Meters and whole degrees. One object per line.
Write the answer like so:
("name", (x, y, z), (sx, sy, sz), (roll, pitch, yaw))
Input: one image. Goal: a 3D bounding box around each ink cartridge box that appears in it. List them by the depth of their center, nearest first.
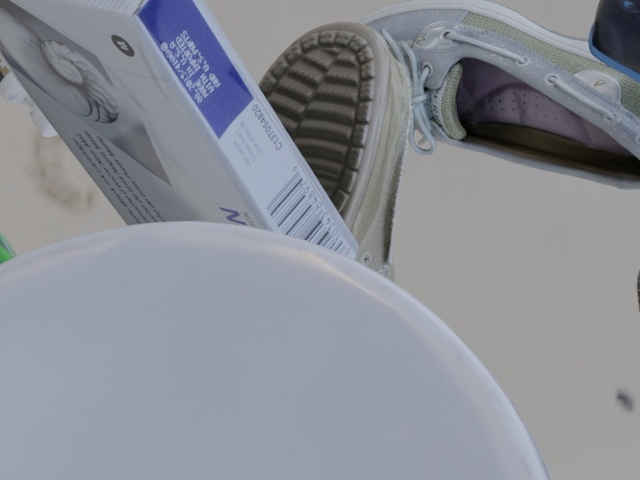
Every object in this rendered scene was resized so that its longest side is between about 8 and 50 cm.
("ink cartridge box", (-0.111, -0.074, 1.014), (0.045, 0.224, 0.223), (-52, 134, -20))

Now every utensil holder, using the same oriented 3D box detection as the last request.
("utensil holder", (-0.023, 0.192, 0.831), (0.385, 0.327, 0.327), (62, 39, -68))

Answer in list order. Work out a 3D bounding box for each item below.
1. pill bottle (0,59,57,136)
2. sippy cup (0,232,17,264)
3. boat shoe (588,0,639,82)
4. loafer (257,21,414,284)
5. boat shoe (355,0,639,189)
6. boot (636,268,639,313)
("pill bottle", (-0.267, -0.182, 1.705), (0.169, 0.094, 0.094), (57, 33, 6))
("sippy cup", (-0.326, 0.143, 1.505), (0.305, 0.240, 0.224), (-30, 132, -23))
("boat shoe", (0.278, -0.135, 1.302), (0.109, 0.258, 0.089), (-7, 117, -40))
("loafer", (0.000, 0.000, 1.140), (0.092, 0.102, 0.268), (0, 107, -54))
("boat shoe", (0.148, -0.113, 1.515), (0.103, 0.320, 0.118), (-47, 145, -41))
("boot", (0.369, 0.029, 1.168), (0.377, 0.284, 0.138), (-124, -163, -83))
